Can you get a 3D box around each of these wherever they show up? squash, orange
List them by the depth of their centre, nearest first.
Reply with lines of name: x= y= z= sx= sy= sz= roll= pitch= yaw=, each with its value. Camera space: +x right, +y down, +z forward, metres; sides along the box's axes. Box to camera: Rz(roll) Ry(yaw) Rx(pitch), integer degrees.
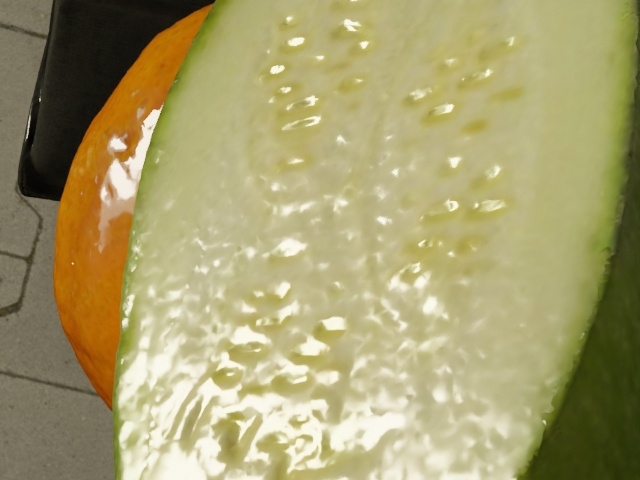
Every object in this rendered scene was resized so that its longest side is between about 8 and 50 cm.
squash: x=0.012 y=-0.007 z=0.466 sx=0.189 sy=0.189 sz=0.260 roll=178 pitch=79 yaw=-80
orange: x=0.000 y=0.000 z=0.657 sx=0.170 sy=0.224 sz=0.224 roll=-66 pitch=-6 yaw=-67

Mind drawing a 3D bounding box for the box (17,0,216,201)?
box: x=-0.038 y=-0.195 z=1.063 sx=0.204 sy=0.251 sz=0.345 roll=117 pitch=163 yaw=-53
